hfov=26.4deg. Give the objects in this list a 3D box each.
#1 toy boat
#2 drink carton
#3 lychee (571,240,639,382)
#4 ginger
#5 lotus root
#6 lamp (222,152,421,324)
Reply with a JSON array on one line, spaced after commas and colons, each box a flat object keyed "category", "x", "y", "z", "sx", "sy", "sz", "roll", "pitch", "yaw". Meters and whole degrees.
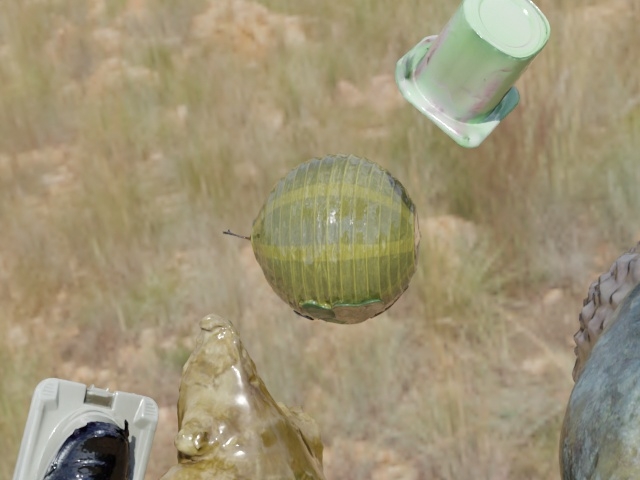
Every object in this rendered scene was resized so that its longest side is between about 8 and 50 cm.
[{"category": "toy boat", "x": -0.235, "y": 0.272, "z": 1.322, "sx": 0.140, "sy": 0.269, "sz": 0.141, "roll": 5, "pitch": -19, "yaw": 2}, {"category": "drink carton", "x": 0.188, "y": -0.223, "z": 1.623, "sx": 0.144, "sy": 0.142, "sz": 0.146, "roll": 41, "pitch": 52, "yaw": 6}, {"category": "lychee", "x": 0.427, "y": 0.126, "z": 1.253, "sx": 0.380, "sy": 0.432, "sz": 0.380, "roll": -24, "pitch": -8, "yaw": -3}, {"category": "ginger", "x": -0.071, "y": 0.204, "z": 1.174, "sx": 0.123, "sy": 0.270, "sz": 0.219, "roll": -30, "pitch": -3, "yaw": 38}, {"category": "lotus root", "x": 0.266, "y": 0.114, "z": 0.945, "sx": 0.175, "sy": 0.175, "sz": 0.349, "roll": 13, "pitch": 52, "yaw": 41}, {"category": "lamp", "x": 0.000, "y": 0.000, "z": 1.931, "sx": 0.284, "sy": 0.250, "sz": 0.250, "roll": -1, "pitch": 25, "yaw": 6}]
